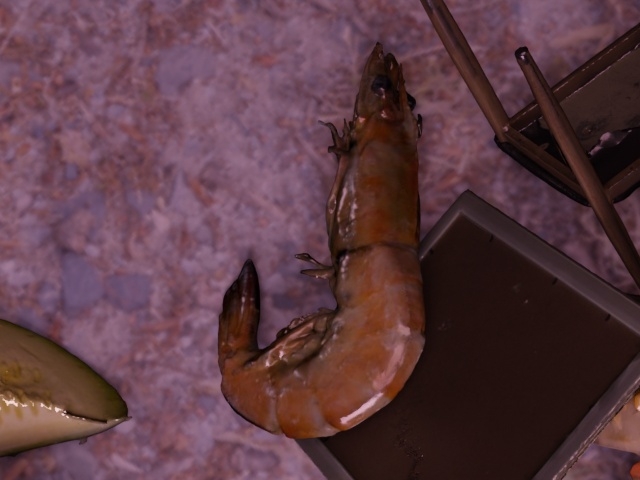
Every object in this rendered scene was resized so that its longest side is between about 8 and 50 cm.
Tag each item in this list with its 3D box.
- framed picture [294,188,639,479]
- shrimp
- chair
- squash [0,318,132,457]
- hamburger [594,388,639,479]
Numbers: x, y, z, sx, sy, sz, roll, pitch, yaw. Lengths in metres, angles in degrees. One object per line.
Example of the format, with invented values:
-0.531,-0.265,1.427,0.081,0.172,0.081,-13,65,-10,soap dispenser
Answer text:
0.089,0.091,1.005,0.016,0.273,0.216,40,92,-30,framed picture
0.000,0.000,1.106,0.169,0.058,0.296,-11,59,27,shrimp
0.214,-0.095,1.066,0.188,0.166,0.272,-36,122,-2,chair
-0.272,0.072,1.096,0.252,0.093,0.169,-13,125,3,squash
0.295,0.164,0.952,0.291,0.291,0.225,5,85,6,hamburger
